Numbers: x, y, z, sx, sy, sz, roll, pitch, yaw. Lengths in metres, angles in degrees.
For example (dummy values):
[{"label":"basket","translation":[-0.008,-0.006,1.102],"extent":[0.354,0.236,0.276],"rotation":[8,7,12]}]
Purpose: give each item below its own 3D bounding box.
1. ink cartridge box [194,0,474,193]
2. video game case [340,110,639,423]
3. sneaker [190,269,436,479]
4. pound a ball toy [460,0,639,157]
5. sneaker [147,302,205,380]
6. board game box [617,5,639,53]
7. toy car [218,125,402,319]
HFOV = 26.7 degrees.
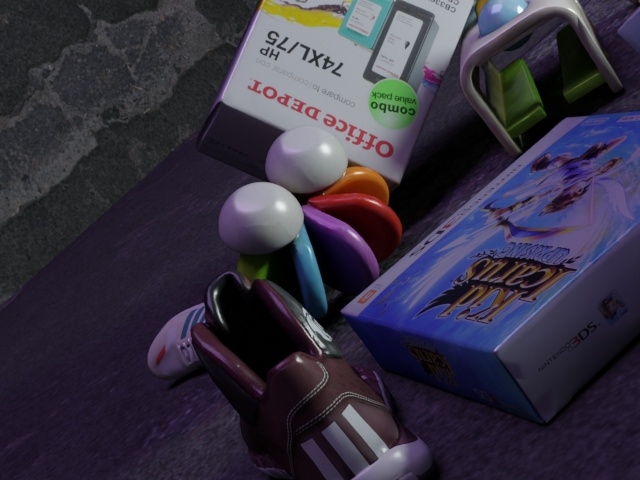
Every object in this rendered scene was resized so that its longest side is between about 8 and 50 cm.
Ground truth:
[{"label":"ink cartridge box","translation":[0.019,-0.192,1.395],"extent":[0.197,0.198,0.270],"rotation":[142,151,-74]},{"label":"video game case","translation":[0.160,0.004,0.914],"extent":[0.244,0.061,0.269],"rotation":[-41,13,-13]},{"label":"sneaker","translation":[-0.025,0.082,0.893],"extent":[0.106,0.162,0.281],"rotation":[-39,13,-10]},{"label":"pound a ball toy","translation":[0.240,-0.230,1.369],"extent":[0.208,0.136,0.319],"rotation":[-33,14,17]},{"label":"sneaker","translation":[-0.111,0.094,1.323],"extent":[0.161,0.057,0.075],"rotation":[-30,8,17]},{"label":"board game box","translation":[0.384,-0.278,0.936],"extent":[0.318,0.066,0.318],"rotation":[-45,-1,-14]},{"label":"toy car","translation":[0.000,0.000,1.224],"extent":[0.136,0.159,0.182],"rotation":[18,51,25]}]
